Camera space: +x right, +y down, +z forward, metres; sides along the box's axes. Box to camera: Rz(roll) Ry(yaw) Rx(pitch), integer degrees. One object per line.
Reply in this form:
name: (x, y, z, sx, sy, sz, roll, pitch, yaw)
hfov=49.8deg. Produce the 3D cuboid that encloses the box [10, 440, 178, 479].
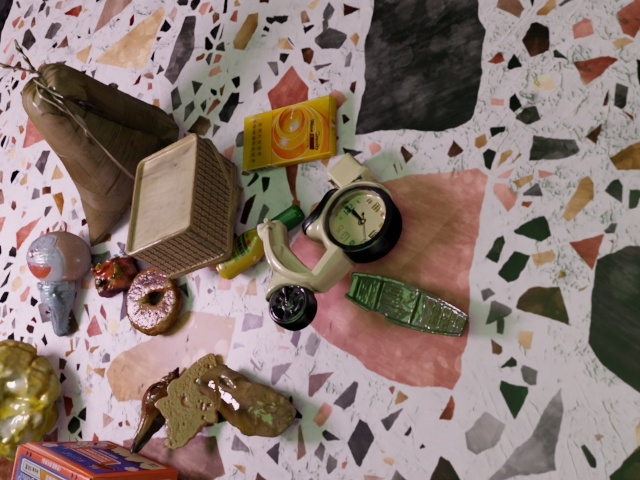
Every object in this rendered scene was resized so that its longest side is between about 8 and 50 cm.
box: (-0.572, 0.684, 1.689, 0.348, 0.256, 0.319, 4, 84, 43)

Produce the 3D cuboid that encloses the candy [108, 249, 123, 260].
candy: (-0.601, 0.061, 2.012, 0.083, 0.020, 0.030, -43, 58, 19)

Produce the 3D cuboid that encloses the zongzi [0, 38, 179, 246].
zongzi: (-0.673, -0.212, 1.829, 0.218, 0.500, 0.467, 38, 100, 38)

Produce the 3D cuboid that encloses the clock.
clock: (0.000, 0.000, 1.559, 0.379, 0.120, 0.276, -40, 55, 2)

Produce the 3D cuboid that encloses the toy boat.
toy boat: (0.188, 0.140, 1.474, 0.293, 0.055, 0.093, 18, 90, 35)

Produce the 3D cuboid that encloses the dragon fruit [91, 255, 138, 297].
dragon fruit: (-0.598, 0.101, 1.957, 0.147, 0.096, 0.102, -31, 62, 22)

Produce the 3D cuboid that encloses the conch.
conch: (-0.430, 0.432, 1.785, 0.080, 0.086, 0.233, 32, 96, 33)

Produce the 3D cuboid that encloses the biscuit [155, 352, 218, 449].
biscuit: (-0.321, 0.400, 1.728, 0.162, 0.035, 0.250, 23, 78, 6)

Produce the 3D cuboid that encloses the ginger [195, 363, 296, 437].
ginger: (-0.177, 0.383, 1.624, 0.263, 0.109, 0.117, 22, 118, 34)

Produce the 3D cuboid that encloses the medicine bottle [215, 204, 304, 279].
medicine bottle: (-0.150, 0.000, 1.714, 0.260, 0.064, 0.095, -34, 48, 17)

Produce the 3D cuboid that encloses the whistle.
whistle: (-0.783, 0.116, 2.038, 0.189, 0.189, 0.348, 8, 95, 33)

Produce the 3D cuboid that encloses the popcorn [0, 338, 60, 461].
popcorn: (-0.903, 0.457, 2.003, 0.293, 0.292, 0.334, 8, 80, -11)

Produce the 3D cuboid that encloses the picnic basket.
picnic basket: (-0.343, -0.087, 1.767, 0.228, 0.175, 0.313, -21, 54, 27)

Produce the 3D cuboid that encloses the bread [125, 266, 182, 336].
bread: (-0.450, 0.165, 1.872, 0.193, 0.064, 0.193, -7, 74, 25)

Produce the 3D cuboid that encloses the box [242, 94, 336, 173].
box: (-0.080, -0.264, 1.736, 0.269, 0.043, 0.153, -6, 77, 32)
